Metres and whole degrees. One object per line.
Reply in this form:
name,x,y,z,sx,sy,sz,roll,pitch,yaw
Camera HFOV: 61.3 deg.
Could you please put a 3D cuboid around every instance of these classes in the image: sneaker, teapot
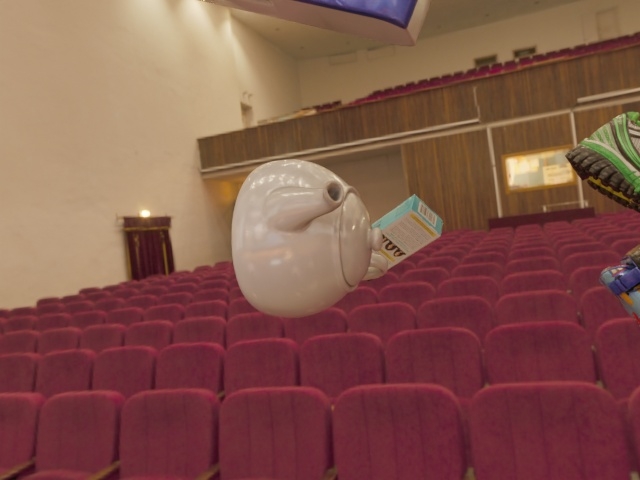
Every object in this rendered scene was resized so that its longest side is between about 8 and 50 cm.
sneaker,0.524,-0.099,0.791,0.134,0.146,0.343,32,16,-37
teapot,0.000,0.000,0.796,0.187,0.252,0.256,0,24,17

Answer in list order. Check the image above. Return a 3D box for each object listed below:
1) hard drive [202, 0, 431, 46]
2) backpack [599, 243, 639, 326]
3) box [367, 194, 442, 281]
hard drive,0.012,-0.292,0.313,0.210,0.319,0.040,22,3,22
backpack,0.352,0.067,0.478,0.117,0.173,0.158,-40,-17,19
box,0.166,0.000,1.287,0.244,0.100,0.060,-37,21,39
